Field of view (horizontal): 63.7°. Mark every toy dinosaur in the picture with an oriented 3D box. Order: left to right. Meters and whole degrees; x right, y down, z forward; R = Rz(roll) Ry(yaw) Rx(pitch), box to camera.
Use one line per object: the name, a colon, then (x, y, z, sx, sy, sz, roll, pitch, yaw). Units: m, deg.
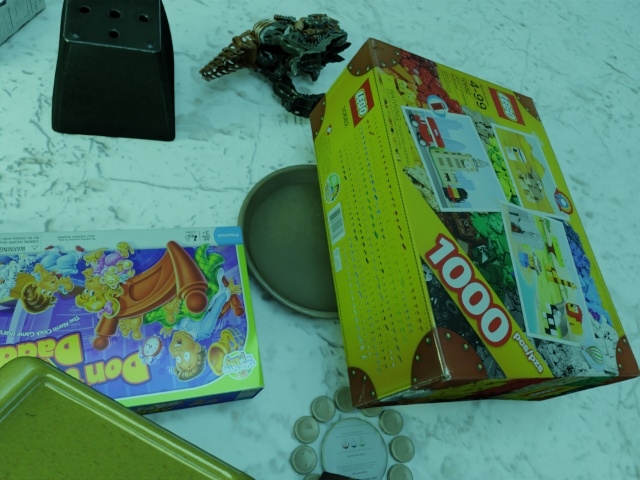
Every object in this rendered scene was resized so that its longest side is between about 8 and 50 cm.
toy dinosaur: (-0.069, -0.339, 0.962, 0.322, 0.164, 0.218, -38, 65, -14)

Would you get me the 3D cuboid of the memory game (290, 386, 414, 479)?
memory game: (0.047, 0.297, 0.716, 0.186, 0.012, 0.186, 9, 61, -16)

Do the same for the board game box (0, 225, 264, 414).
board game box: (-0.263, 0.106, 0.665, 0.346, 0.078, 0.234, -3, 64, -22)

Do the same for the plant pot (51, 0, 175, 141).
plant pot: (-0.318, -0.285, 0.801, 0.187, 0.167, 0.188, 1, 64, -19)

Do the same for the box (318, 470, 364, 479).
box: (0.060, 0.374, 0.558, 0.168, 0.203, 0.167, 32, 64, -2)

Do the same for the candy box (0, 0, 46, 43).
candy box: (-0.574, -0.387, 0.818, 0.164, 0.070, 0.196, 27, 58, -5)

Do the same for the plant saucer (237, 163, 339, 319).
plant saucer: (0.000, 0.000, 0.841, 0.277, 0.041, 0.278, 8, 61, -15)

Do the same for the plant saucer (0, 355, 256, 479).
plant saucer: (-0.213, 0.255, 0.421, 0.332, 0.081, 0.333, 30, 29, -3)

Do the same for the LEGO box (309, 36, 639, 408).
LEGO box: (0.212, -0.015, 0.799, 0.372, 0.193, 0.501, 7, 61, -29)
